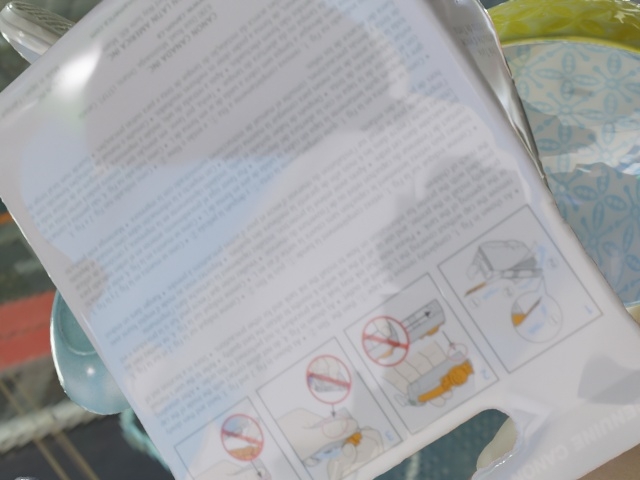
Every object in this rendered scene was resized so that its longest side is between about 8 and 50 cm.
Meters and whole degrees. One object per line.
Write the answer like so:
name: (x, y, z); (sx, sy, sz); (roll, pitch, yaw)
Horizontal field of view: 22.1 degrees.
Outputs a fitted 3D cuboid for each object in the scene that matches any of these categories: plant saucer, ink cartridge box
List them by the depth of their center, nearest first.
ink cartridge box: (0.000, 0.000, 0.971); (0.308, 0.385, 0.091); (-36, -6, 27)
plant saucer: (-0.192, 0.059, 1.481); (0.037, 0.195, 0.195); (22, -66, -45)

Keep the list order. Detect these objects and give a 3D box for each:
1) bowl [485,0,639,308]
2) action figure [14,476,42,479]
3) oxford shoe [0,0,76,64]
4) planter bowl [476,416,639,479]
bowl: (0.198, -0.095, 1.271); (0.289, 0.289, 0.156); (103, -177, -49)
action figure: (-0.251, 0.230, 0.620); (0.341, 0.179, 0.330); (-30, -57, -47)
oxford shoe: (-0.179, -0.101, 1.793); (0.449, 0.169, 0.130); (37, -79, -30)
planter bowl: (0.207, 0.153, 1.170); (0.162, 0.162, 0.109); (0, -59, -54)
